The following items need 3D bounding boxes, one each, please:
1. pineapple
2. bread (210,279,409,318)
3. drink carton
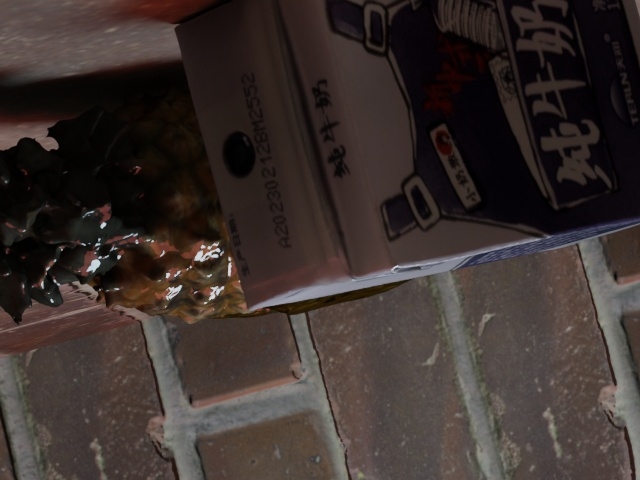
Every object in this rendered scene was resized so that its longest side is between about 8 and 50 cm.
[{"bbox_3d":[-0.115,-0.018,0.892,0.128,0.128,0.248,-18,170,40],"label":"pineapple"},{"bbox_3d":[0.002,0.001,1.581,0.209,0.110,0.192,-12,174,-38],"label":"bread"},{"bbox_3d":[0.054,-0.054,0.844,0.222,0.134,0.102,-10,176,-44],"label":"drink carton"}]
